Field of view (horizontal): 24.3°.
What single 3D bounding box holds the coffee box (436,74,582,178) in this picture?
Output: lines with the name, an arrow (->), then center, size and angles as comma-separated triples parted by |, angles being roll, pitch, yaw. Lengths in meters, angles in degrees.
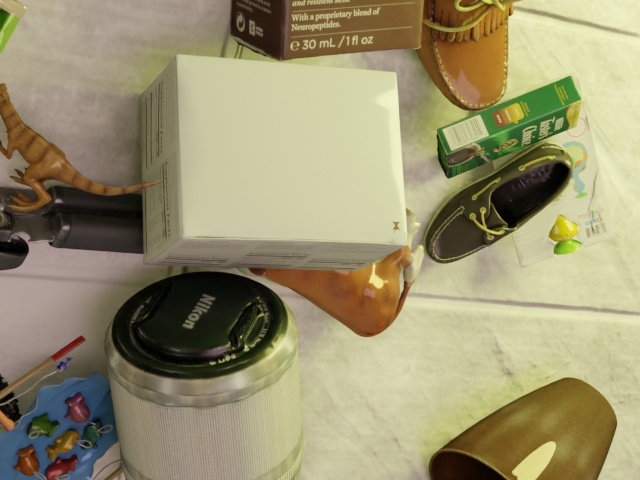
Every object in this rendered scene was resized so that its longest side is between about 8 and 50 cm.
coffee box -> 0.237, -0.142, 1.872 | 0.184, 0.040, 0.113 | -22, 165, -1

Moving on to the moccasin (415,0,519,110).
moccasin -> 0.182, -0.332, 1.760 | 0.139, 0.147, 0.380 | -13, 117, -26

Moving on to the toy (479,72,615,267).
toy -> 0.298, -0.096, 1.978 | 0.136, 0.056, 0.237 | -18, 106, -2

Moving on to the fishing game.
fishing game -> -0.302, 0.238, 1.731 | 0.189, 0.041, 0.264 | -34, 141, -24

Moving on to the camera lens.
camera lens -> -0.131, 0.191, 1.737 | 0.219, 0.219, 0.274 | -19, 127, -23

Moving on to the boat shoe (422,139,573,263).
boat shoe -> 0.228, -0.044, 1.924 | 0.227, 0.069, 0.081 | -39, 104, 10

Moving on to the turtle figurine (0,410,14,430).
turtle figurine -> -0.453, 0.250, 1.609 | 0.217, 0.087, 0.270 | 14, 136, -4

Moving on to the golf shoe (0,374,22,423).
golf shoe -> -0.430, 0.172, 1.664 | 0.198, 0.077, 0.094 | 29, 116, -38

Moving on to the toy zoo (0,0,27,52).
toy zoo -> -0.454, -0.159, 1.522 | 0.192, 0.030, 0.293 | 27, 95, -36

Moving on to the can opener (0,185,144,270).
can opener -> -0.293, -0.011, 1.673 | 0.283, 0.076, 0.095 | 5, 139, -33

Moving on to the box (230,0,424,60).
box -> 0.016, -0.401, 1.639 | 0.191, 0.143, 0.382 | -9, 113, -27

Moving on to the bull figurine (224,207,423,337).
bull figurine -> 0.000, 0.000, 1.821 | 0.310, 0.101, 0.188 | 35, 88, -36

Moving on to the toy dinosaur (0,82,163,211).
toy dinosaur -> -0.287, -0.079, 1.584 | 0.211, 0.064, 0.112 | 38, 129, -1

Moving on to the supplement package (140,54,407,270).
supplement package -> -0.055, -0.081, 1.653 | 0.261, 0.145, 0.204 | 2, 77, -23

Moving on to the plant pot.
plant pot -> 0.307, 0.304, 2.093 | 0.230, 0.215, 0.215 | -42, 127, -28
